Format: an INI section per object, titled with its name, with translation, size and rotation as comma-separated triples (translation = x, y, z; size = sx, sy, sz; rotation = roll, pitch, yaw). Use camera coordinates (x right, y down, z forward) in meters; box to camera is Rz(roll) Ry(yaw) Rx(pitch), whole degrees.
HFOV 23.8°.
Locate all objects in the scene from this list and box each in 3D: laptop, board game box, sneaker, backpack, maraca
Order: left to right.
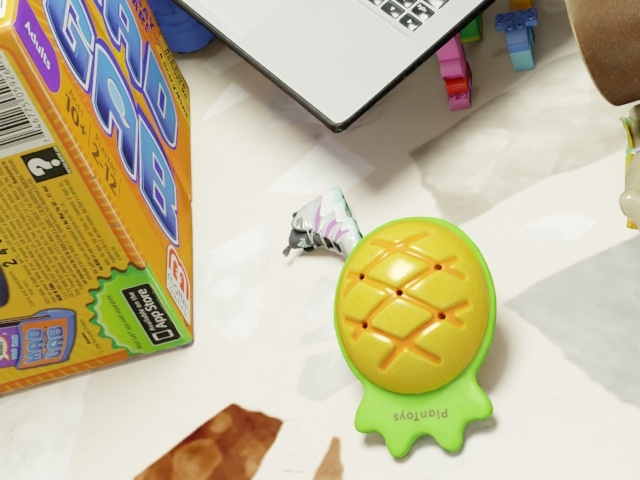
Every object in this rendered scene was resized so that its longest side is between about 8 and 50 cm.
[board game box]
translation = -0.338, -0.106, 1.307
size = 0.356, 0.356, 0.356
rotation = -16, 44, 9
[backpack]
translation = -0.146, -0.257, 1.560
size = 0.098, 0.101, 0.120
rotation = 5, 54, 36
[sneaker]
translation = 0.000, 0.000, 1.291
size = 0.069, 0.038, 0.098
rotation = -25, 34, 1
[laptop]
translation = 0.018, -0.379, 1.309
size = 0.408, 0.236, 0.382
rotation = -41, 54, -10
[maraca]
translation = 0.072, 0.071, 1.149
size = 0.127, 0.099, 0.185
rotation = -10, 71, 18

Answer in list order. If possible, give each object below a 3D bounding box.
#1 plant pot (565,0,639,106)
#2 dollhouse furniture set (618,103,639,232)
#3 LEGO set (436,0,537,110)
[plant pot]
translation = 0.325, -0.228, 1.175
size = 0.230, 0.215, 0.215
rotation = -7, 45, 27
[dollhouse furniture set]
translation = 0.393, -0.062, 1.157
size = 0.301, 0.151, 0.197
rotation = -25, 19, 25
[LEGO set]
translation = 0.156, -0.237, 1.409
size = 0.087, 0.093, 0.227
rotation = -8, 45, 16
